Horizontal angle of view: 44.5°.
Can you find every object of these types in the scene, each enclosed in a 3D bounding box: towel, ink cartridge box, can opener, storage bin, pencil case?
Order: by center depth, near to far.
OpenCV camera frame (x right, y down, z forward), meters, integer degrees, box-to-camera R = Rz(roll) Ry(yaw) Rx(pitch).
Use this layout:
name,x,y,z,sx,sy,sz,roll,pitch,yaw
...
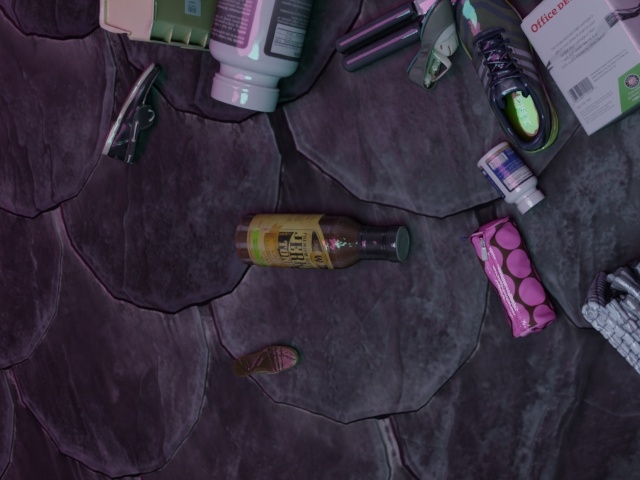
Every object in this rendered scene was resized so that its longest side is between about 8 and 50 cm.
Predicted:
name,x,y,z,sx,sy,sz,roll,pitch,yaw
towel,0.543,0.145,1.192,0.284,0.235,0.121,48,111,12
ink cartridge box,0.441,-0.303,1.226,0.220,0.092,0.160,62,148,7
pencil case,0.331,0.067,1.365,0.095,0.098,0.209,-29,85,27
can opener,0.151,-0.390,1.393,0.283,0.095,0.076,-22,86,21
storage bin,-0.289,-0.509,1.510,0.123,0.262,0.261,10,101,23

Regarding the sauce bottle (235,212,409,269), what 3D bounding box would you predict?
name,x,y,z,sx,sy,sz,roll,pitch,yaw
sauce bottle,0.000,0.000,1.517,0.344,0.111,0.112,0,97,28

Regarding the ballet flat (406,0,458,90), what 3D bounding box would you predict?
name,x,y,z,sx,sy,sz,roll,pitch,yaw
ballet flat,0.203,-0.331,1.339,0.068,0.213,0.072,41,69,10

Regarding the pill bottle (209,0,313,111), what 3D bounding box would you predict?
name,x,y,z,sx,sy,sz,roll,pitch,yaw
pill bottle,-0.112,-0.413,1.480,0.176,0.176,0.319,21,106,23

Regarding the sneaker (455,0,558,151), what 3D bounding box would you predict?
name,x,y,z,sx,sy,sz,roll,pitch,yaw
sneaker,0.310,-0.280,1.291,0.111,0.121,0.300,-27,96,20

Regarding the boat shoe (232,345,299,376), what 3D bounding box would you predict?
name,x,y,z,sx,sy,sz,roll,pitch,yaw
boat shoe,-0.110,0.256,1.652,0.152,0.048,0.056,-19,76,21

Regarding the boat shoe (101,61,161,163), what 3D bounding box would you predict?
name,x,y,z,sx,sy,sz,roll,pitch,yaw
boat shoe,-0.400,-0.279,1.715,0.079,0.084,0.233,25,104,-18

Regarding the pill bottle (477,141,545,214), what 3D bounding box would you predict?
name,x,y,z,sx,sy,sz,roll,pitch,yaw
pill bottle,0.333,-0.106,1.357,0.067,0.067,0.120,-42,78,25
